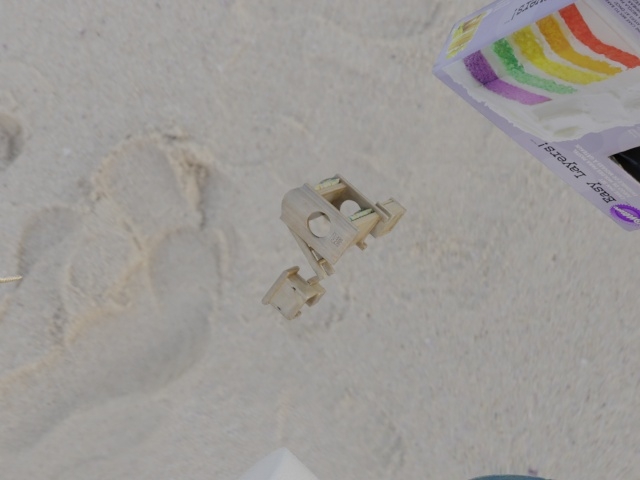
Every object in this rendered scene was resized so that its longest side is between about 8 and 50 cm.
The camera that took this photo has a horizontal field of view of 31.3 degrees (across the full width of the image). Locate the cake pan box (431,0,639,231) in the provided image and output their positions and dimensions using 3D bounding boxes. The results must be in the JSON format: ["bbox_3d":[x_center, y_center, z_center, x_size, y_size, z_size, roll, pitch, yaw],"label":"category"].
[{"bbox_3d":[0.262,-0.116,0.918,0.267,0.246,0.070,36,66,-22],"label":"cake pan box"}]

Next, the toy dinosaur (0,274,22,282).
[{"bbox_3d":[-0.280,-0.010,0.693,0.093,0.053,0.183,-37,105,26],"label":"toy dinosaur"}]

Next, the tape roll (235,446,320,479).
[{"bbox_3d":[-0.149,0.387,1.237,0.072,0.392,0.392,44,84,-1],"label":"tape roll"}]

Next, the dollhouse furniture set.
[{"bbox_3d":[0.000,0.000,1.489,0.101,0.182,0.161,42,112,11],"label":"dollhouse furniture set"}]

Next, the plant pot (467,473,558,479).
[{"bbox_3d":[0.267,0.499,1.313,0.341,0.341,0.334,16,61,14],"label":"plant pot"}]
